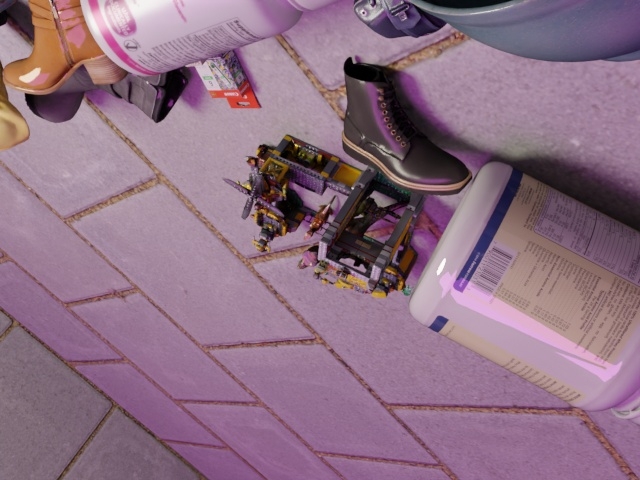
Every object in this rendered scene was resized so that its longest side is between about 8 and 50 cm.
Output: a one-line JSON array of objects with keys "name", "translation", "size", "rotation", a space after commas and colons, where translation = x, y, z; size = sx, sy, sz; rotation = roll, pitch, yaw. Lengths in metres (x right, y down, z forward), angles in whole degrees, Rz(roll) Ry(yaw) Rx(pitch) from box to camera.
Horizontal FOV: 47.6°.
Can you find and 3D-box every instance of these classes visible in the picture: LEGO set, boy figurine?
[{"name": "LEGO set", "translation": [0.000, 0.000, 1.124], "size": [0.331, 0.192, 0.255], "rotation": [30, 148, 5]}, {"name": "boy figurine", "translation": [-0.526, -0.274, 1.150], "size": [0.285, 0.092, 0.177], "rotation": [70, 153, 22]}]

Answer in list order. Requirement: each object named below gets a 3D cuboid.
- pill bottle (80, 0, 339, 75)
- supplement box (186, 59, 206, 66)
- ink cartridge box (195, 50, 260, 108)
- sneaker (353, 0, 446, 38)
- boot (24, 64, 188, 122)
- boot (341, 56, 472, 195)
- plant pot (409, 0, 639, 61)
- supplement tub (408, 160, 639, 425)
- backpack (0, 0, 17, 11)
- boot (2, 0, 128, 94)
[{"name": "pill bottle", "translation": [-0.116, -0.297, 0.819], "size": [0.283, 0.160, 0.160], "rotation": [-10, 130, 27]}, {"name": "supplement box", "translation": [-0.181, -0.299, 1.002], "size": [0.036, 0.062, 0.098], "rotation": [6, 138, 35]}, {"name": "ink cartridge box", "translation": [-0.141, -0.236, 1.082], "size": [0.063, 0.029, 0.115], "rotation": [7, 139, 34]}, {"name": "sneaker", "translation": [0.079, -0.309, 0.744], "size": [0.163, 0.086, 0.226], "rotation": [-8, 131, 43]}, {"name": "boot", "translation": [-0.338, -0.249, 1.149], "size": [0.223, 0.118, 0.338], "rotation": [34, 147, -4]}, {"name": "boot", "translation": [0.104, -0.147, 0.938], "size": [0.198, 0.077, 0.137], "rotation": [25, 143, 27]}, {"name": "plant pot", "translation": [0.218, -0.258, 0.553], "size": [0.196, 0.293, 0.293], "rotation": [23, 159, -40]}, {"name": "supplement tub", "translation": [0.301, 0.068, 0.919], "size": [0.325, 0.235, 0.235], "rotation": [28, 147, 7]}, {"name": "backpack", "translation": [-0.499, -0.389, 1.041], "size": [0.152, 0.182, 0.115], "rotation": [26, 147, 9]}, {"name": "boot", "translation": [-0.378, -0.288, 1.009], "size": [0.197, 0.073, 0.152], "rotation": [-5, 137, 10]}]
